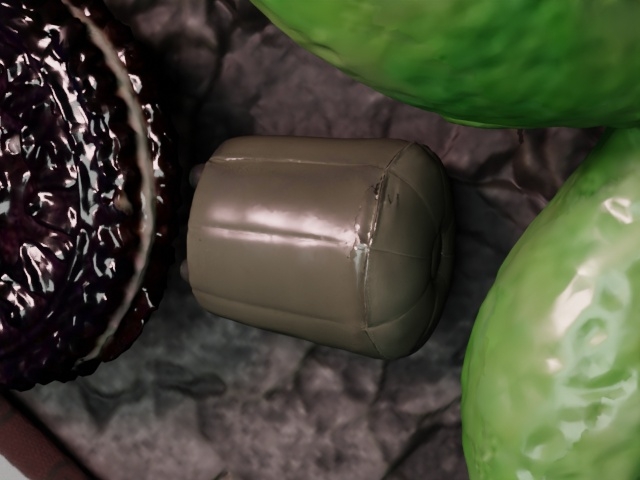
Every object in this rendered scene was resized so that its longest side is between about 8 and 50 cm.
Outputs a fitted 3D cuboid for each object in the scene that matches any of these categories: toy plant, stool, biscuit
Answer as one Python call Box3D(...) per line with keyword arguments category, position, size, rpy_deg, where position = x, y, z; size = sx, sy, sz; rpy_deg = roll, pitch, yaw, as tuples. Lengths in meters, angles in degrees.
Box3D(category="toy plant", position=(0.154, -0.094, 0.669), size=(0.356, 0.210, 0.317), rpy_deg=(-26, 122, -4))
Box3D(category="stool", position=(0.000, 0.000, 0.851), size=(0.110, 0.096, 0.096), rpy_deg=(7, 101, 20))
Box3D(category="biscuit", position=(-0.141, -0.026, 0.882), size=(0.195, 0.053, 0.194), rpy_deg=(6, 99, 39))

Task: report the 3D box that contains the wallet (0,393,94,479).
Box3D(category="wallet", position=(-0.177, 0.167, 0.955), size=(0.229, 0.049, 0.182), rpy_deg=(40, 105, 5))
